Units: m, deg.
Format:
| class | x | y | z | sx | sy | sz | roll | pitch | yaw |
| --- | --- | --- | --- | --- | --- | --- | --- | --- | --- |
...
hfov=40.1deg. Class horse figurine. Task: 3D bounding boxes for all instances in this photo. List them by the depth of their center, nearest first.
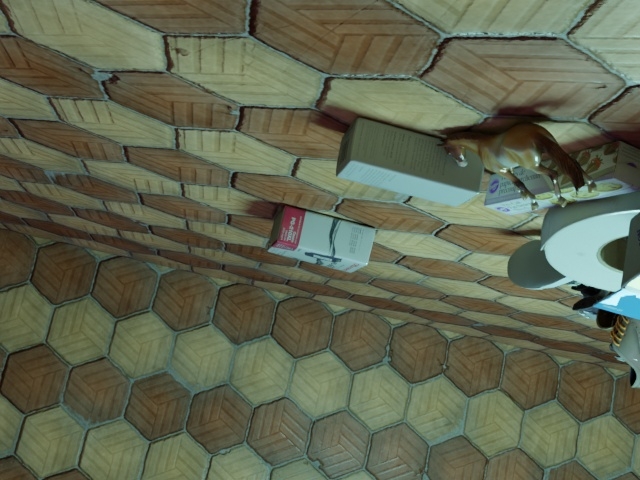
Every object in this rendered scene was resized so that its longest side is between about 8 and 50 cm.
| class | x | y | z | sx | sy | sz | roll | pitch | yaw |
| --- | --- | --- | --- | --- | --- | --- | --- | --- | --- |
| horse figurine | 0.312 | -0.121 | 1.351 | 0.174 | 0.066 | 0.263 | 46 | 165 | -14 |

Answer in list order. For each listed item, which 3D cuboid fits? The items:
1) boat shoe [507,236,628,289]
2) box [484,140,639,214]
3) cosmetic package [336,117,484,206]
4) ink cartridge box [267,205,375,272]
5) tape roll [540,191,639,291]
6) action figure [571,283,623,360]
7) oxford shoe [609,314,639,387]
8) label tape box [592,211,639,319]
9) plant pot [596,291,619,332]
| class | x | y | z | sx | sy | sz | roll | pitch | yaw |
| --- | --- | --- | --- | --- | --- | --- | --- | --- | --- |
| boat shoe | 0.540 | 0.041 | 1.856 | 0.105 | 0.113 | 0.306 | 14 | 154 | -37 |
| box | 0.397 | -0.097 | 1.454 | 0.067 | 0.063 | 0.324 | 19 | 167 | -24 |
| cosmetic package | 0.153 | -0.131 | 1.501 | 0.231 | 0.085 | 0.117 | 12 | 169 | -10 |
| ink cartridge box | 0.000 | 0.000 | 2.222 | 0.237 | 0.100 | 0.172 | 14 | 169 | -10 |
| tape roll | 0.589 | -0.001 | 1.530 | 0.392 | 0.072 | 0.392 | 8 | 158 | 3 |
| action figure | 0.776 | 0.203 | 2.247 | 0.285 | 0.185 | 0.099 | 33 | 145 | -15 |
| oxford shoe | 0.688 | 0.192 | 1.893 | 0.133 | 0.130 | 0.363 | -17 | 118 | 18 |
| label tape box | 0.607 | 0.007 | 1.309 | 0.249 | 0.115 | 0.347 | 15 | 145 | -18 |
| plant pot | 0.764 | 0.185 | 2.039 | 0.165 | 0.167 | 0.167 | 36 | 164 | -7 |
